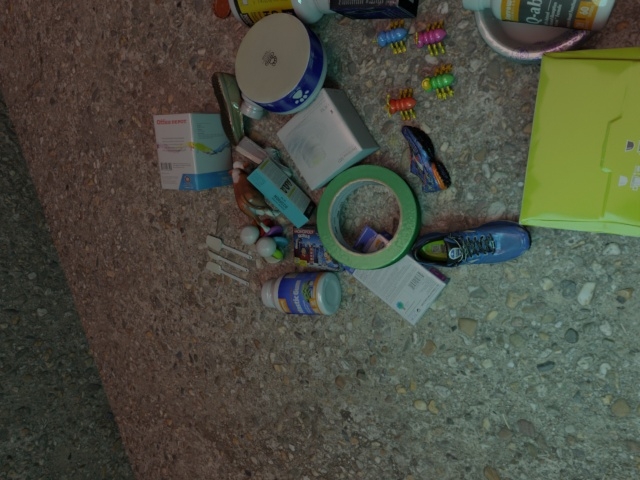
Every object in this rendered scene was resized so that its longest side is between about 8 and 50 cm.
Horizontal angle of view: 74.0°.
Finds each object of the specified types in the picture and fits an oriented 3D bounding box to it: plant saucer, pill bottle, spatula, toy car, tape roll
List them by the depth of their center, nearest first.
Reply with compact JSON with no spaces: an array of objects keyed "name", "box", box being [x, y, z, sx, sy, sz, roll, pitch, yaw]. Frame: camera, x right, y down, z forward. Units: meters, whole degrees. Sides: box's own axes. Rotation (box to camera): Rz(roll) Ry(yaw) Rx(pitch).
[{"name":"pill bottle","box":[0.440,-0.517,0.842,0.278,0.162,0.162,21,113,26]},{"name":"pill bottle","box":[-0.097,-0.743,1.262,0.333,0.188,0.188,11,109,29]},{"name":"tape roll","box":[0.146,-0.070,1.317,0.321,0.077,0.322,-2,86,25]},{"name":"pill bottle","box":[-0.204,-0.517,1.438,0.108,0.108,0.194,37,119,17]},{"name":"plant saucer","box":[-0.346,-0.826,1.493,0.083,0.013,0.084,8,107,28]},{"name":"pill bottle","box":[-0.075,0.191,1.531,0.271,0.152,0.153,-5,101,31]},{"name":"toy car","box":[-0.197,-0.009,1.572,0.182,0.159,0.136,35,82,19]},{"name":"spatula","box":[-0.387,0.085,1.770,0.241,0.019,0.168,21,112,25]}]

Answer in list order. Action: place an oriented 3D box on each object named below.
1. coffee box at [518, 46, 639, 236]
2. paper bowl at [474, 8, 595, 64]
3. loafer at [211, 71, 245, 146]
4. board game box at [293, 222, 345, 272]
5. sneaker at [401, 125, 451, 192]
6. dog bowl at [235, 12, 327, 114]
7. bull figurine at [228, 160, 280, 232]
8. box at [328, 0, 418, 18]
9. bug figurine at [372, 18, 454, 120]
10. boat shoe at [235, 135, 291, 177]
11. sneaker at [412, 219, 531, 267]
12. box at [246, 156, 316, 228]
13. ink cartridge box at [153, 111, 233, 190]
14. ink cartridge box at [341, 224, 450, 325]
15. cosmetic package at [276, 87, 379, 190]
[{"name":"coffee box","box":[0.632,-0.206,0.885,0.337,0.334,0.338,9,108,29]},{"name":"paper bowl","box":[0.510,-0.556,0.973,0.284,0.148,0.285,9,109,29]},{"name":"loafer","box":[-0.308,-0.469,1.524,0.102,0.092,0.269,29,136,51]},{"name":"board game box","box":[0.000,0.000,1.488,0.194,0.060,0.194,8,106,29]},{"name":"sneaker","box":[0.290,-0.234,1.238,0.087,0.083,0.221,-29,85,39]},{"name":"dog bowl","box":[-0.118,-0.515,1.250,0.264,0.104,0.265,-1,88,28]},{"name":"bull figurine","box":[-0.240,-0.164,1.502,0.101,0.310,0.188,-38,123,14]},{"name":"box","box":[0.147,-0.675,1.156,0.207,0.153,0.108,14,111,28]},{"name":"bug figurine","box":[0.258,-0.489,1.189,0.216,0.072,0.279,-6,100,32]},{"name":"boat shoe","box":[-0.193,-0.301,1.507,0.227,0.079,0.081,30,93,8]},{"name":"sneaker","box":[0.413,0.027,1.195,0.329,0.147,0.130,-11,98,32]},{"name":"box","box":[-0.128,-0.163,1.444,0.244,0.101,0.060,45,126,-15]},{"name":"ink cartridge box","box":[-0.472,-0.337,1.595,0.198,0.197,0.270,7,107,30]},{"name":"ink cartridge box","box":[0.235,0.105,1.374,0.311,0.065,0.186,38,119,15]},{"name":"cosmetic package","box":[0.021,-0.316,1.342,0.224,0.138,0.225,-35,86,33]}]
